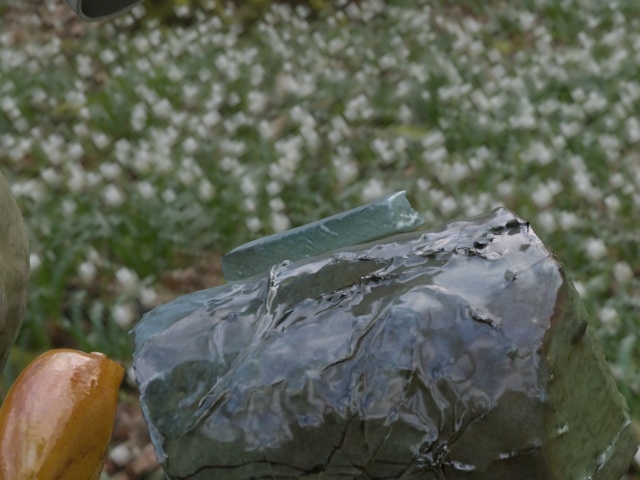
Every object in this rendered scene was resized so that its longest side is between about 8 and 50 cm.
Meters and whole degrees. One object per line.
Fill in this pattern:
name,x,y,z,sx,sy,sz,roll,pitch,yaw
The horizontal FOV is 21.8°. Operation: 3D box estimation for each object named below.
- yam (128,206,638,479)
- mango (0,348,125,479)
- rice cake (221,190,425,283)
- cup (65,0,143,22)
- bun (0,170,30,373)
yam,0.041,0.107,1.005,0.271,0.202,0.201,-23,51,8
mango,-0.296,0.236,1.806,0.154,0.126,0.252,97,-174,-58
rice cake,0.000,0.000,1.176,0.180,0.030,0.042,-18,3,44
cup,-0.154,-0.237,1.058,0.134,0.142,0.173,-42,-7,14
bun,-0.266,0.038,0.894,0.116,0.210,0.237,-148,70,-78
